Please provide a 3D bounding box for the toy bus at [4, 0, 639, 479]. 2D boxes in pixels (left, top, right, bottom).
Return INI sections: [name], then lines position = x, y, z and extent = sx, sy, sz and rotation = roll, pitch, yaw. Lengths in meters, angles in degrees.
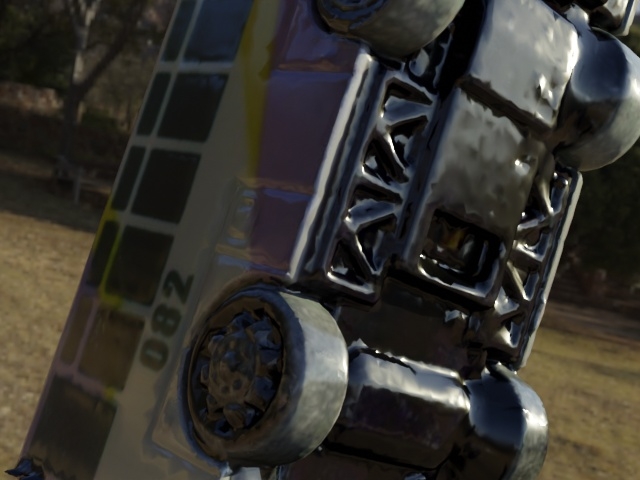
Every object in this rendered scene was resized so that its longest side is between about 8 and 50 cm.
[toy bus]
position = 0.000, 0.000, 0.604
extent = 0.209, 0.440, 0.249
rotation = 21, -6, -41
